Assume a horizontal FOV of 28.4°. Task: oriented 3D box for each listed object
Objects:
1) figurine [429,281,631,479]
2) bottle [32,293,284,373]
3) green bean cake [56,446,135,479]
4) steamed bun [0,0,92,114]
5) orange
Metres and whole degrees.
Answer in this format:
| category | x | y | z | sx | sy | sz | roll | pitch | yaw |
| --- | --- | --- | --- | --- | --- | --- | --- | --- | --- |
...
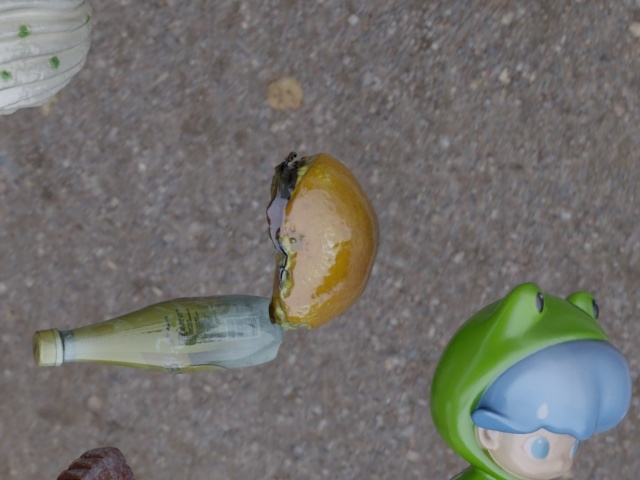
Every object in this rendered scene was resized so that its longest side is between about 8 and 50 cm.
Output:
| category | x | y | z | sx | sy | sz | roll | pitch | yaw |
| --- | --- | --- | --- | --- | --- | --- | --- | --- | --- |
| figurine | 0.155 | 0.163 | 1.033 | 0.143 | 0.162 | 0.263 | 27 | 102 | 48 |
| bottle | -0.174 | 0.105 | 1.356 | 0.269 | 0.083 | 0.083 | -3 | 128 | -25 |
| green bean cake | -0.269 | 0.329 | 1.498 | 0.056 | 0.135 | 0.136 | -12 | 109 | 36 |
| steamed bun | -0.291 | -0.197 | 1.181 | 0.106 | 0.182 | 0.183 | 25 | 132 | 43 |
| orange | 0.000 | 0.000 | 1.166 | 0.112 | 0.160 | 0.170 | -5 | 148 | 10 |
